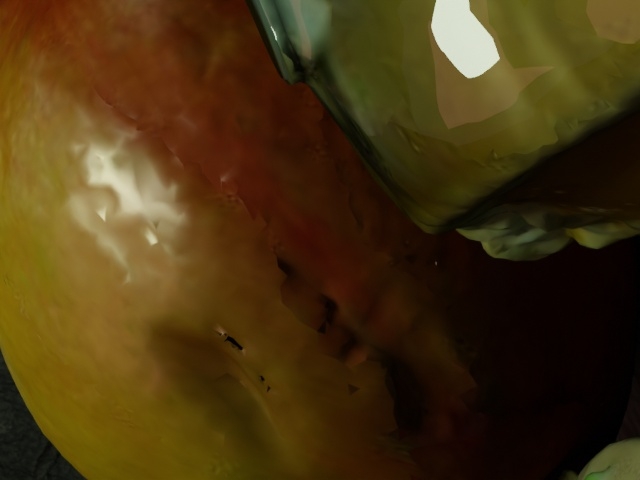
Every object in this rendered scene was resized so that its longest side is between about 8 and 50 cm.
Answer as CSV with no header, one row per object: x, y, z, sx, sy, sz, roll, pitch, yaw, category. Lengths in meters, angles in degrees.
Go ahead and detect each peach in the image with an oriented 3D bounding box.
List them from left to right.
-0.014,-0.006,0.772,0.372,0.290,0.372,60,165,26,peach

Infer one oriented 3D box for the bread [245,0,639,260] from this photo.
0.048,-0.162,0.452,0.341,0.210,0.300,66,164,-2,bread

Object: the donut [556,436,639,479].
0.209,0.217,0.635,0.307,0.150,0.371,48,158,48,donut
